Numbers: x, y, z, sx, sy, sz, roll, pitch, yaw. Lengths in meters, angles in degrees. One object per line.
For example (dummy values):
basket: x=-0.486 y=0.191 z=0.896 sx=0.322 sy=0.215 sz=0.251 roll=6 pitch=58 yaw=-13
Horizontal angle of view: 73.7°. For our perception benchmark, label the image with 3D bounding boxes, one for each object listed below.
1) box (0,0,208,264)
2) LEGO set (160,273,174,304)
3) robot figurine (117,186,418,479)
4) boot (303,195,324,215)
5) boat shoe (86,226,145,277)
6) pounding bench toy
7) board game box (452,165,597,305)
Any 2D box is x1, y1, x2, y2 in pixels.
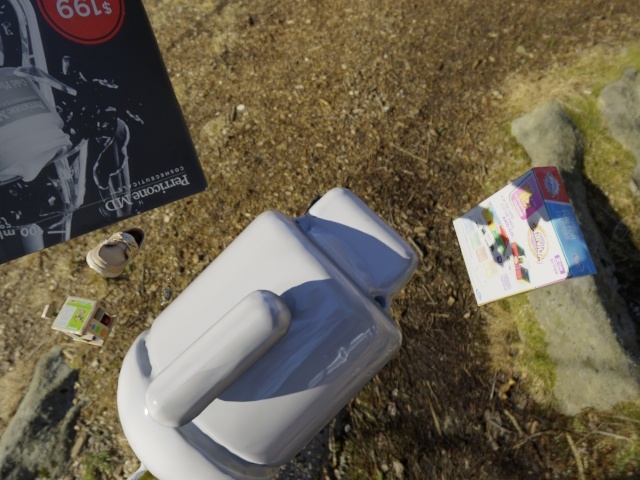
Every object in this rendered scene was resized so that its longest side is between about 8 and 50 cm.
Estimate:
box: x=-0.337 y=-0.156 z=0.426 sx=0.343 sy=0.312 sz=0.179 roll=-24 pitch=36 yaw=-17
LEGO set: x=-0.397 y=0.132 z=1.127 sx=0.024 sy=0.054 sz=0.083 roll=12 pitch=81 yaw=-5
robot figurine: x=-0.059 y=0.110 z=0.446 sx=0.353 sy=0.300 sz=0.200 roll=-45 pitch=73 yaw=0
boot: x=-0.001 y=0.000 z=0.675 sx=0.045 sy=0.099 sz=0.121 roll=18 pitch=65 yaw=39
boat shoe: x=-0.349 y=0.011 z=0.743 sx=0.059 sy=0.063 sz=0.170 roll=-48 pitch=18 yaw=5
pounding bench toy: x=-0.368 y=0.122 z=0.651 sx=0.083 sy=0.065 sz=0.052 roll=8 pitch=60 yaw=11
board game box: x=0.453 y=0.006 z=1.004 sx=0.064 sy=0.316 sz=0.242 roll=-7 pitch=74 yaw=-17
